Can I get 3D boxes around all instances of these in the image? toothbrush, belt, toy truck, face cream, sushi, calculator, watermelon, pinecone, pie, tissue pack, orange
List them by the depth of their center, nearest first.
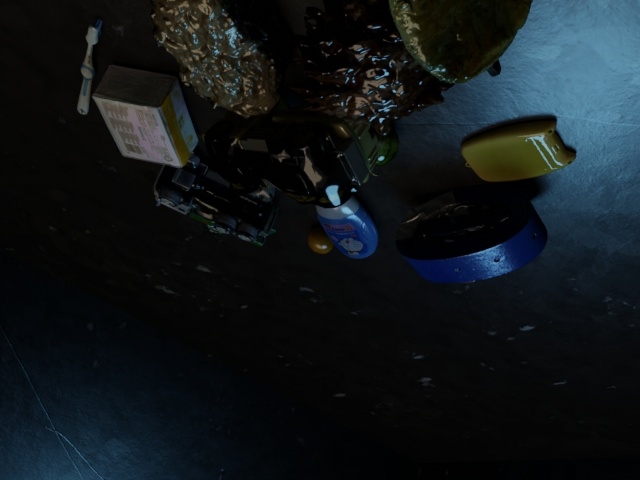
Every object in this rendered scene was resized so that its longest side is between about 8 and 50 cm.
[{"bbox_3d":[0.223,-0.386,1.022,0.277,0.277,0.078,45,170,-37],"label":"pie"},{"bbox_3d":[0.086,-0.334,1.172,0.298,0.242,0.296,-11,134,-9],"label":"pinecone"},{"bbox_3d":[-0.195,-0.405,1.293,0.210,0.171,0.350,1,147,25],"label":"sushi"},{"bbox_3d":[0.420,-0.185,1.444,0.236,0.033,0.157,-10,140,42],"label":"calculator"},{"bbox_3d":[-0.056,-0.215,1.448,0.405,0.254,0.181,11,142,41],"label":"toy truck"},{"bbox_3d":[0.126,-0.211,1.491,0.109,0.109,0.109,14,150,8],"label":"watermelon"},{"bbox_3d":[0.353,-0.017,1.582,0.347,0.212,0.117,-11,140,36],"label":"belt"},{"bbox_3d":[-0.573,-0.410,1.627,0.040,0.040,0.386,26,150,-12],"label":"toothbrush"},{"bbox_3d":[-0.423,-0.303,1.632,0.185,0.124,0.225,11,149,12],"label":"tissue pack"},{"bbox_3d":[0.070,-0.054,1.805,0.149,0.083,0.264,-2,144,26],"label":"face cream"},{"bbox_3d":[-0.283,-0.102,1.847,0.363,0.177,0.178,26,162,-14],"label":"toy truck"},{"bbox_3d":[0.000,0.000,1.944,0.085,0.085,0.085,14,150,8],"label":"orange"}]

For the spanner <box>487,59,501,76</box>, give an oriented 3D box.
[{"bbox_3d":[0.243,-0.403,1.123,0.040,0.096,0.325,-5,142,36],"label":"spanner"}]
